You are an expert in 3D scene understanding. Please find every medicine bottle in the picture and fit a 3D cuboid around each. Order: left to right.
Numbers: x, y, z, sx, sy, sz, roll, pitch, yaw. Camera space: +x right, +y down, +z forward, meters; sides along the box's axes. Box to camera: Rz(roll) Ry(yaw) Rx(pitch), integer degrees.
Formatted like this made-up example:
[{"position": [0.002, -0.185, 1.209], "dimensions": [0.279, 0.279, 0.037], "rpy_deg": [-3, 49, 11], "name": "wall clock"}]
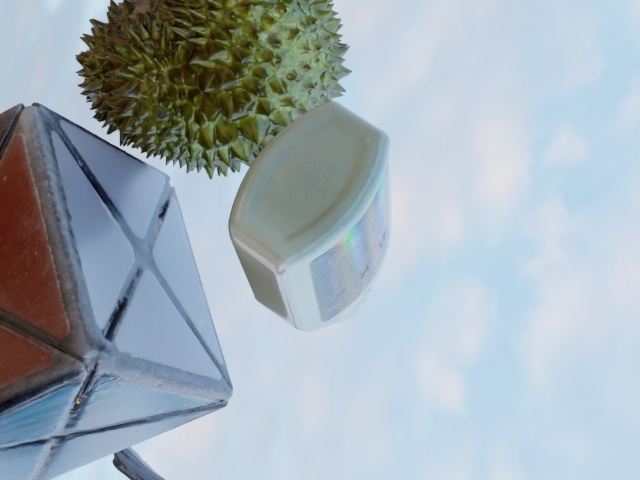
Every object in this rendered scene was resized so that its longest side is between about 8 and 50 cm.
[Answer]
[{"position": [0.000, 0.000, 0.803], "dimensions": [0.121, 0.083, 0.229], "rpy_deg": [-52, 165, -15], "name": "medicine bottle"}]

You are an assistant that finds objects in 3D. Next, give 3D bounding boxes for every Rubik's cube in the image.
[{"position": [-0.260, 0.064, 0.994], "dimensions": [0.259, 0.260, 0.255], "rpy_deg": [-24, -110, 19], "name": "Rubik's cube"}]

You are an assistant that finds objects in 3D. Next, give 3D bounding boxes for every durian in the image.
[{"position": [-0.092, -0.179, 1.058], "dimensions": [0.291, 0.225, 0.291], "rpy_deg": [-39, -164, 14], "name": "durian"}]

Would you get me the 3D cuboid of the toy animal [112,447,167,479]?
[{"position": [-0.098, 0.385, 1.382], "dimensions": [0.081, 0.367, 0.206], "rpy_deg": [-104, -153, -80], "name": "toy animal"}]
